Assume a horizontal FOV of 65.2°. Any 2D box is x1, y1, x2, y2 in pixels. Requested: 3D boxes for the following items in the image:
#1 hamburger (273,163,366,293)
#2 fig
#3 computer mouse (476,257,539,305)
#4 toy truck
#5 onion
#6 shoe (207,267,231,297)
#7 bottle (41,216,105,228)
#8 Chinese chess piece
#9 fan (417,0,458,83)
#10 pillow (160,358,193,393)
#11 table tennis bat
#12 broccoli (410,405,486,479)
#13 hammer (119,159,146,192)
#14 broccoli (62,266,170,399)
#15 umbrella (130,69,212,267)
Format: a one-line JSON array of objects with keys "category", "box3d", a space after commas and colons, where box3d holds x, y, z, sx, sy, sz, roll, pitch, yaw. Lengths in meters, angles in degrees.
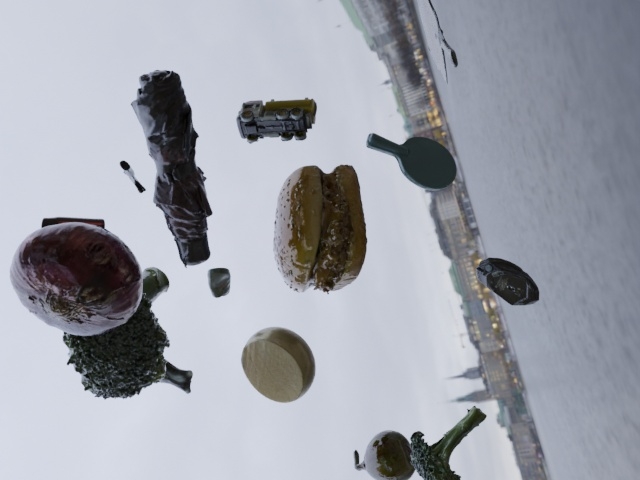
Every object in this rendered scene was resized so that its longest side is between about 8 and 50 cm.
[{"category": "hamburger", "box3d": [0.000, 0.000, 1.545, 0.287, 0.268, 0.445, -121, 37, -59]}, {"category": "fig", "box3d": [0.173, 0.622, 1.428, 0.148, 0.186, 0.142, -103, -11, -48]}, {"category": "computer mouse", "box3d": [0.550, 0.117, 1.461, 0.062, 0.192, 0.106, -33, -31, -46]}, {"category": "toy truck", "box3d": [-0.124, -0.356, 1.456, 0.098, 0.227, 0.114, 82, -172, -50]}, {"category": "onion", "box3d": [-0.459, 0.073, 0.969, 0.246, 0.246, 0.190, 64, -150, -28]}, {"category": "shoe", "box3d": [-0.350, 0.163, 1.750, 0.195, 0.079, 0.078, 104, 157, -61]}, {"category": "bottle", "box3d": [-0.715, -0.039, 1.449, 0.164, 0.060, 0.060, 2, -113, -31]}, {"category": "Chinese chess piece", "box3d": [-0.133, 0.396, 1.604, 0.097, 0.251, 0.251, -36, -70, -56]}, {"category": "fan", "box3d": [0.136, -0.243, 0.589, 0.220, 0.009, 0.132, -89, -22, -55]}, {"category": "pillow", "box3d": [-0.510, 0.479, 1.764, 0.055, 0.135, 0.091, 53, -127, -74]}, {"category": "table tennis bat", "box3d": [0.229, -0.209, 1.248, 0.040, 0.244, 0.153, 123, 165, -61]}, {"category": "broccoli", "box3d": [0.292, 0.455, 1.118, 0.118, 0.204, 0.122, 42, 176, -36]}, {"category": "hammer", "box3d": [-0.482, -0.166, 1.276, 0.078, 0.021, 0.201, 53, 166, -6]}, {"category": "broccoli", "box3d": [-0.487, 0.225, 1.275, 0.397, 0.275, 0.353, 142, 150, -76]}, {"category": "umbrella", "box3d": [-0.224, -0.099, 0.790, 0.094, 0.090, 0.326, -123, 25, -57]}]
